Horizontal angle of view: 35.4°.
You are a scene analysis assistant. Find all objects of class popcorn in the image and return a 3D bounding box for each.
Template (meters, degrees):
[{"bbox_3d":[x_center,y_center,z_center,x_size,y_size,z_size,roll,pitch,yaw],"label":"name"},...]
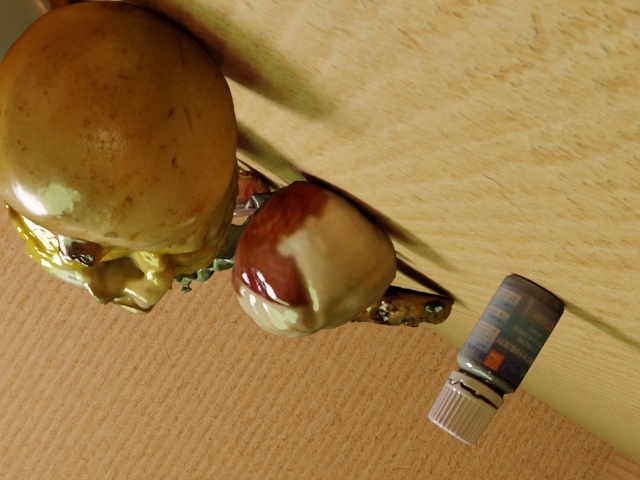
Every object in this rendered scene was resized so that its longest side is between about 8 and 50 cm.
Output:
[{"bbox_3d":[-0.303,-0.085,1.586,0.344,0.354,0.390,36,136,12],"label":"popcorn"}]

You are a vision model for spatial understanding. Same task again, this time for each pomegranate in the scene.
[{"bbox_3d":[-0.207,-0.103,1.003,0.264,0.264,0.264,32,177,2],"label":"pomegranate"}]

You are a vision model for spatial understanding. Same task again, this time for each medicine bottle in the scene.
[{"bbox_3d":[0.207,0.144,1.203,0.083,0.203,0.083,33,178,1],"label":"medicine bottle"}]

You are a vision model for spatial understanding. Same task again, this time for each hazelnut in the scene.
[{"bbox_3d":[-0.008,0.018,1.537,0.261,0.261,0.241,36,-153,-46],"label":"hazelnut"}]

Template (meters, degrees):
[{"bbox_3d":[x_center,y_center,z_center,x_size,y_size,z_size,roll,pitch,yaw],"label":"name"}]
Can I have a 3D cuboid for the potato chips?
[{"bbox_3d":[-0.178,0.018,2.287,0.373,0.097,0.389,-11,-163,-7],"label":"potato chips"}]

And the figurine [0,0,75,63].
[{"bbox_3d":[-0.379,-0.225,1.315,0.224,0.205,0.382,26,179,7],"label":"figurine"}]

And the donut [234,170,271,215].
[{"bbox_3d":[-0.195,-0.089,2.004,0.199,0.085,0.233,-2,176,-37],"label":"donut"}]

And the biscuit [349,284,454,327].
[{"bbox_3d":[0.100,0.125,2.003,0.334,0.081,0.289,7,-179,-16],"label":"biscuit"}]

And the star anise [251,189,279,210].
[{"bbox_3d":[-0.005,-0.005,1.841,0.315,0.108,0.315,35,176,3],"label":"star anise"}]
